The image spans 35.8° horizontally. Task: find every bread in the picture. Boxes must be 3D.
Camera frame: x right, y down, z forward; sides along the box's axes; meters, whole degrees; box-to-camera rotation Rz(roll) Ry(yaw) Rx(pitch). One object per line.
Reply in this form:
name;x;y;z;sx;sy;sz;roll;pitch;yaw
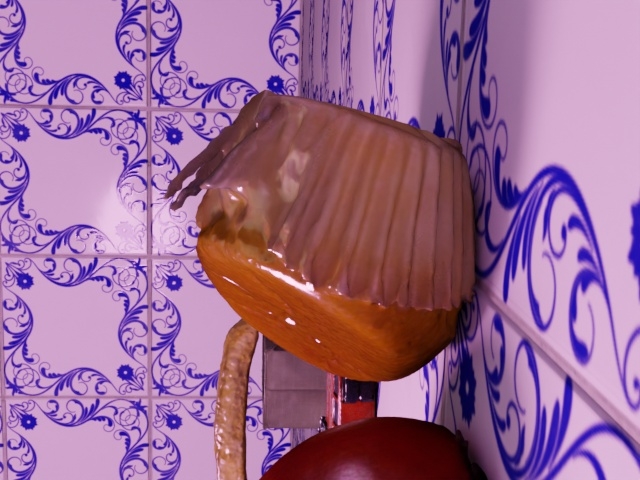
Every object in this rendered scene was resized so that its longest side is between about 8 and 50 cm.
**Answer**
bread;0.013;0.014;0.848;0.388;0.236;0.183;72;-147;-78

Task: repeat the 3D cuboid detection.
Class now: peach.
peach;0.013;0.269;0.811;0.362;0.201;0.257;159;111;-86

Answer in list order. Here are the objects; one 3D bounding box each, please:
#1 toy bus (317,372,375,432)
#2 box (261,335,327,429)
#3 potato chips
toy bus;0.042;0.218;1.347;0.096;0.074;0.235;-135;45;-71
box;-0.021;0.180;1.612;0.231;0.149;0.155;-100;12;-67
potato chips;-0.126;0.312;1.524;0.057;0.080;0.407;-165;74;-75
